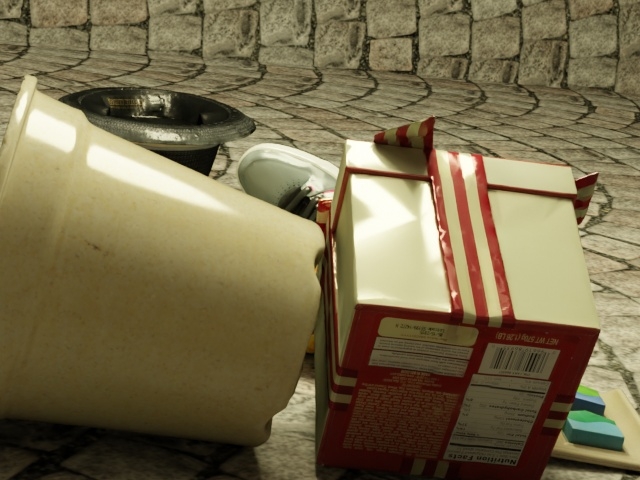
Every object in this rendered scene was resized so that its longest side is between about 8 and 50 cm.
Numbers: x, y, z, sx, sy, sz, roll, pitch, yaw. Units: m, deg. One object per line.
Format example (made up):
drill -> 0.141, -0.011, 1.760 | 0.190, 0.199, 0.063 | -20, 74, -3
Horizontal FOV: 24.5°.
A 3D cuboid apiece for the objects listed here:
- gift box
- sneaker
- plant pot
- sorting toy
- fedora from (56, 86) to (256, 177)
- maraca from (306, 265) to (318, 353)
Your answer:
gift box -> 0.128, 0.045, 1.385 | 0.255, 0.276, 0.258 | 10, 40, -10
sneaker -> 0.000, 0.000, 1.813 | 0.295, 0.124, 0.178 | 36, 21, 3
plant pot -> -0.171, 0.051, 1.363 | 0.305, 0.333, 0.334 | 17, 13, -11
sorting toy -> 0.233, 0.178, 1.531 | 0.208, 0.038, 0.193 | 6, 15, -4
fedora -> -0.253, -0.130, 2.208 | 0.334, 0.152, 0.334 | 7, 15, -2
maraca -> -0.006, 0.082, 1.649 | 0.186, 0.099, 0.127 | -20, 0, 25
